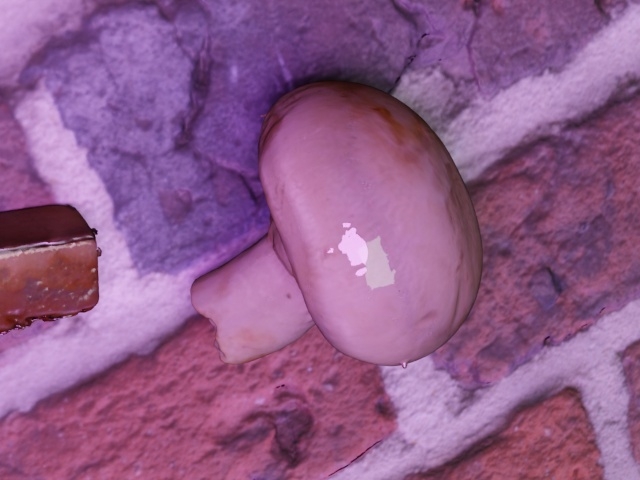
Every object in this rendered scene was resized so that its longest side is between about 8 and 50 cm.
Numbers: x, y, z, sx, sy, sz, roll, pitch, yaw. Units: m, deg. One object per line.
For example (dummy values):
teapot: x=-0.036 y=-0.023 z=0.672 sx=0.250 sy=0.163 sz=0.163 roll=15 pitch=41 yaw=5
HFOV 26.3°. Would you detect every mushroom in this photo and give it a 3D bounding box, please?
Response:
mushroom: x=0.000 y=0.000 z=1.328 sx=0.290 sy=0.292 sz=0.292 roll=-24 pitch=125 yaw=19

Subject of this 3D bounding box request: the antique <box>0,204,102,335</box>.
antique: x=-0.357 y=0.043 z=1.245 sx=0.310 sy=0.087 sz=0.093 roll=-11 pitch=118 yaw=-22
